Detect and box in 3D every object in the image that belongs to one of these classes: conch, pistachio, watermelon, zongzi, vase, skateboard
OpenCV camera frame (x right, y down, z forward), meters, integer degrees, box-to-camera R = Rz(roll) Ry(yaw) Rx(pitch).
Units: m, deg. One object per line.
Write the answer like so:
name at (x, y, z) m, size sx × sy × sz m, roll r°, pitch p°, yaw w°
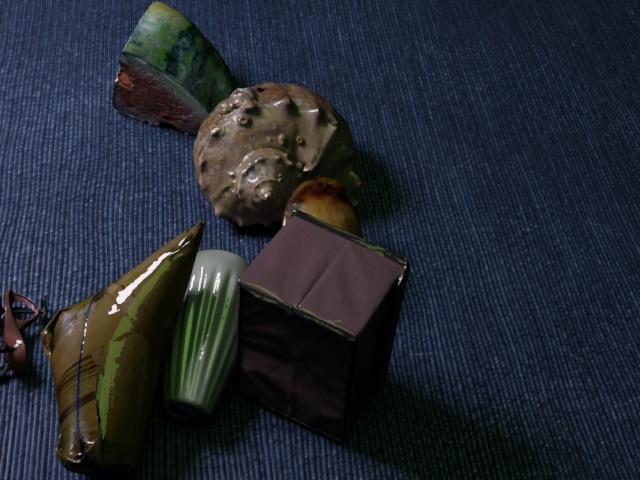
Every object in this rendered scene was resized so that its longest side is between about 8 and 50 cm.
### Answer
conch at (-0.057, -0.172, 1.699) m, size 0.297 × 0.210 × 0.352 m, roll 16°, pitch 47°, yaw -14°
pistachio at (0.000, 0.000, 1.572) m, size 0.165 × 0.130 × 0.210 m, roll 23°, pitch 68°, yaw -41°
watermelon at (-0.274, -0.283, 1.834) m, size 0.261 × 0.201 × 0.213 m, roll 43°, pitch 37°, yaw -27°
zongzi at (-0.230, 0.145, 1.325) m, size 0.289 × 0.123 × 0.260 m, roll -35°, pitch 49°, yaw 18°
vase at (-0.164, 0.136, 1.434) m, size 0.128 × 0.128 × 0.248 m, roll 9°, pitch 55°, yaw 1°
skateboard at (-0.432, 0.127, 1.448) m, size 0.080 × 0.067 × 0.151 m, roll 1°, pitch 41°, yaw -20°

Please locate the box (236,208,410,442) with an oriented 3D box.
box at (-0.003, 0.123, 1.372) m, size 0.188 × 0.252 × 0.153 m, roll 25°, pitch 49°, yaw 14°
